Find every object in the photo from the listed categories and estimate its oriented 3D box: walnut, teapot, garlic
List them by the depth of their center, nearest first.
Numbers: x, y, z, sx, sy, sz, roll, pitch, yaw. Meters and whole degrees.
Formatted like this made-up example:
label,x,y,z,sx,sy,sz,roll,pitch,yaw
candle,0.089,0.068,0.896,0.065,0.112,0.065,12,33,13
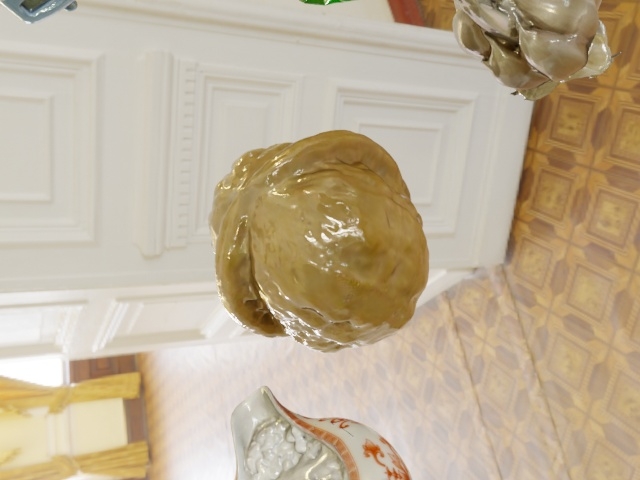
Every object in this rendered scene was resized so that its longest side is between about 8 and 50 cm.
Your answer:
label,x,y,z,sx,sy,sz,roll,pitch,yaw
teapot,-0.003,0.204,0.424,0.116,0.159,0.245,62,173,-26
garlic,0.156,-0.197,0.532,0.131,0.194,0.127,0,88,52
walnut,0.000,0.000,0.679,0.224,0.257,0.257,35,122,40

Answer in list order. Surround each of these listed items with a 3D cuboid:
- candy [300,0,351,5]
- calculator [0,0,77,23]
label,x,y,z,sx,sy,sz,roll,pitch,yaw
candy,0.079,-0.172,0.354,0.032,0.178,0.102,63,-144,-52
calculator,-0.359,-0.338,0.736,0.121,0.210,0.039,-28,59,11
